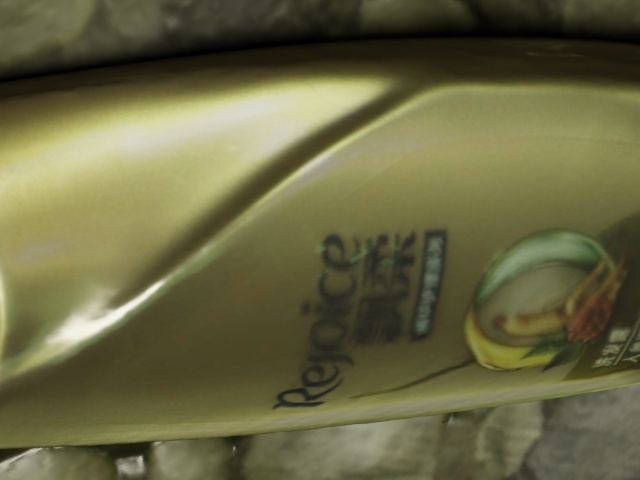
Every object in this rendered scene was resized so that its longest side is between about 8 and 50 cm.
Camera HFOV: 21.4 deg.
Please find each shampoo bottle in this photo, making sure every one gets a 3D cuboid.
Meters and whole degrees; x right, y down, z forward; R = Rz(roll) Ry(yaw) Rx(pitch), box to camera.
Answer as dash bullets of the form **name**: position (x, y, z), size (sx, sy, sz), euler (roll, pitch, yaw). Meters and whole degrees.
- **shampoo bottle**: position (0.000, 0.000, 0.528), size (0.350, 0.084, 0.125), euler (-3, 120, -25)
